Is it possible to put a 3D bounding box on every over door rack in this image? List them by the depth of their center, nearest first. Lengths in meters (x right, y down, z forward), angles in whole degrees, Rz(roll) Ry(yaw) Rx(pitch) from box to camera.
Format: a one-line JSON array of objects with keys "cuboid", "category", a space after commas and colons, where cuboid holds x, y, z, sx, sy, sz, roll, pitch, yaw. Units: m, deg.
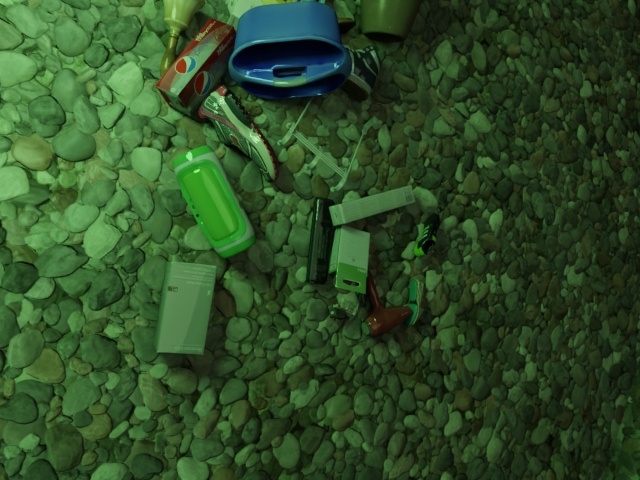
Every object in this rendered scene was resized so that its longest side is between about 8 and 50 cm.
[{"cuboid": [0.024, -0.337, 1.364, 0.239, 0.108, 0.324, 38, 59, -19], "category": "over door rack"}]

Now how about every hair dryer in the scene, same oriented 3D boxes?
[{"cuboid": [0.186, 0.206, 1.427, 0.293, 0.080, 0.224, 28, 77, -22], "category": "hair dryer"}]

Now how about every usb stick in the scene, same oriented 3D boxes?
[{"cuboid": [0.000, 0.000, 1.365, 0.077, 0.045, 0.278, 8, 85, -33], "category": "usb stick"}]

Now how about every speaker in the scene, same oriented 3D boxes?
[{"cuboid": [-0.291, -0.104, 1.189, 0.131, 0.131, 0.297, -29, 101, -23], "category": "speaker"}]

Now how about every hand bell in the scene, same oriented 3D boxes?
[{"cuboid": [-0.402, -0.548, 1.175, 0.126, 0.126, 0.242, 11, 95, -24], "category": "hand bell"}]

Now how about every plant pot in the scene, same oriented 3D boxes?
[{"cuboid": [0.229, -0.786, 1.407, 0.263, 0.263, 0.229, 1, 106, -25], "category": "plant pot"}]

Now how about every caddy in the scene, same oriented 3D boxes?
[{"cuboid": [-0.083, -0.504, 1.198, 0.341, 0.241, 0.179, -3, 72, 6], "category": "caddy"}]

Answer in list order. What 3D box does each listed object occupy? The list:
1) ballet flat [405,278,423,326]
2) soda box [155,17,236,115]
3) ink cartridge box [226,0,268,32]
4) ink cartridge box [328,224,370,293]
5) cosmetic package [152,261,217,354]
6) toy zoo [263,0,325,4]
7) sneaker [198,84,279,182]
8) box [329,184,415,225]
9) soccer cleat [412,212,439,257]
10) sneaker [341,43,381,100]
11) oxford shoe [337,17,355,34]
[{"cuboid": [0.337, 0.221, 1.511, 0.052, 0.057, 0.168, 15, 83, -34], "category": "ballet flat"}, {"cuboid": [-0.330, -0.479, 1.185, 0.083, 0.092, 0.263, 26, 73, 17], "category": "soda box"}, {"cuboid": [-0.206, -0.650, 1.261, 0.143, 0.092, 0.090, 24, 79, -22], "category": "ink cartridge box"}, {"cuboid": [0.091, 0.065, 1.366, 0.108, 0.062, 0.209, 16, 65, -22], "category": "ink cartridge box"}, {"cuboid": [-0.366, 0.180, 1.159, 0.127, 0.107, 0.238, 8, 82, -27], "category": "cosmetic package"}, {"cuboid": [-0.078, -0.747, 1.298, 0.192, 0.030, 0.293, 26, 56, -22], "category": "toy zoo"}, {"cuboid": [-0.223, -0.291, 1.244, 0.112, 0.121, 0.299, -34, 105, 8], "category": "sneaker"}, {"cuboid": [0.177, -0.119, 1.417, 0.323, 0.063, 0.067, -19, 95, -32], "category": "box"}, {"cuboid": [0.391, -0.018, 1.532, 0.060, 0.072, 0.179, 33, 75, -21], "category": "soccer cleat"}, {"cuboid": [0.078, -0.600, 1.388, 0.282, 0.099, 0.153, 35, 77, -25], "category": "sneaker"}, {"cuboid": [0.017, -0.703, 1.380, 0.212, 0.076, 0.076, -16, 84, -25], "category": "oxford shoe"}]
